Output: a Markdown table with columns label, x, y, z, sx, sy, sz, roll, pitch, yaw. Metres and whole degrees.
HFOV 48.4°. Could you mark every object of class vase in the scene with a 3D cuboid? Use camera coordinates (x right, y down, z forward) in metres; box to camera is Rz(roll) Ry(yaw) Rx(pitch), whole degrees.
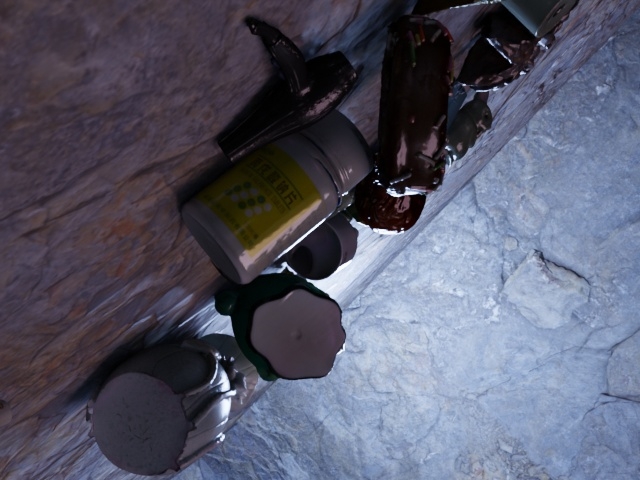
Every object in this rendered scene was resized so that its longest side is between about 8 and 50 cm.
| label | x | y | z | sx | sy | sz | roll | pitch | yaw |
| --- | --- | --- | --- | --- | --- | --- | --- | --- | --- |
| vase | -0.271 | 0.309 | 1.437 | 0.250 | 0.250 | 0.445 | -46 | 173 | 10 |

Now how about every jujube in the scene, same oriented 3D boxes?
| label | x | y | z | sx | sy | sz | roll | pitch | yaw |
| --- | --- | --- | --- | --- | --- | --- | --- | --- | --- |
| jujube | 0.152 | -0.110 | 1.548 | 0.168 | 0.168 | 0.236 | -41 | 158 | -13 |

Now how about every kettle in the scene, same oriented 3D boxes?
| label | x | y | z | sx | sy | sz | roll | pitch | yaw |
| --- | --- | --- | --- | --- | --- | --- | --- | --- | --- |
| kettle | 0.324 | -0.406 | 1.093 | 0.127 | 0.148 | 0.098 | -42 | 167 | -1 |

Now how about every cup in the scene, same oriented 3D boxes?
| label | x | y | z | sx | sy | sz | roll | pitch | yaw |
| --- | --- | --- | --- | --- | --- | --- | --- | --- | --- |
| cup | 0.000 | 0.020 | 1.541 | 0.173 | 0.134 | 0.142 | -50 | 169 | 23 |

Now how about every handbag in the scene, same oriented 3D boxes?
| label | x | y | z | sx | sy | sz | roll | pitch | yaw |
| --- | --- | --- | --- | --- | --- | --- | --- | --- | --- |
| handbag | 0.259 | -0.285 | 1.550 | 0.144 | 0.057 | 0.221 | -53 | 166 | 11 |

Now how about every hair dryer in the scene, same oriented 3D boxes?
| label | x | y | z | sx | sy | sz | roll | pitch | yaw |
| --- | --- | --- | --- | --- | --- | --- | --- | --- | --- |
| hair dryer | -0.059 | -0.186 | 0.824 | 0.195 | 0.075 | 0.219 | -35 | 159 | 2 |

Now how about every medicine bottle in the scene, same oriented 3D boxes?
| label | x | y | z | sx | sy | sz | roll | pitch | yaw |
| --- | --- | --- | --- | --- | --- | --- | --- | --- | --- |
| medicine bottle | -0.056 | -0.068 | 1.005 | 0.258 | 0.143 | 0.143 | -40 | 168 | -18 |

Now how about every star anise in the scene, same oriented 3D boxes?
| label | x | y | z | sx | sy | sz | roll | pitch | yaw |
| --- | --- | --- | --- | --- | --- | --- | --- | --- | --- |
| star anise | 0.405 | -0.415 | 1.423 | 0.331 | 0.117 | 0.332 | -43 | 164 | -16 |

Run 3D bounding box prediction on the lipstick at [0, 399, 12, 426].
| label | x | y | z | sx | sy | sz | roll | pitch | yaw |
| --- | --- | --- | --- | --- | --- | --- | --- | --- | --- |
| lipstick | -0.479 | 0.254 | 0.955 | 0.038 | 0.038 | 0.130 | -49 | 168 | 23 |

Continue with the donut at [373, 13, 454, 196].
| label | x | y | z | sx | sy | sz | roll | pitch | yaw |
| --- | --- | --- | --- | --- | --- | --- | --- | --- | --- |
| donut | 0.135 | -0.188 | 1.022 | 0.269 | 0.103 | 0.270 | 5 | 90 | -82 |

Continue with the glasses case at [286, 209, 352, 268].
| label | x | y | z | sx | sy | sz | roll | pitch | yaw |
| --- | --- | --- | --- | --- | --- | --- | --- | --- | --- |
| glasses case | -0.001 | 0.001 | 1.715 | 0.190 | 0.042 | 0.072 | -46 | 176 | 10 |

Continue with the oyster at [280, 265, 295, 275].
| label | x | y | z | sx | sy | sz | roll | pitch | yaw |
| --- | --- | --- | --- | --- | --- | --- | --- | --- | --- |
| oyster | -0.112 | 0.140 | 1.747 | 0.209 | 0.072 | 0.133 | -46 | 166 | 20 |

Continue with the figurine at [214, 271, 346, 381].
| label | x | y | z | sx | sy | sz | roll | pitch | yaw |
| --- | --- | --- | --- | --- | --- | --- | --- | --- | --- |
| figurine | -0.078 | 0.182 | 1.522 | 0.340 | 0.323 | 0.231 | 174 | -61 | -81 |

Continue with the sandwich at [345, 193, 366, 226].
| label | x | y | z | sx | sy | sz | roll | pitch | yaw |
| --- | --- | --- | --- | --- | --- | --- | --- | --- | --- |
| sandwich | 0.102 | -0.085 | 1.668 | 0.074 | 0.074 | 0.116 | -44 | 168 | 8 |

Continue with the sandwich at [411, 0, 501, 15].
| label | x | y | z | sx | sy | sz | roll | pitch | yaw |
| --- | --- | --- | --- | --- | --- | --- | --- | --- | --- |
| sandwich | 0.228 | -0.391 | 0.966 | 0.094 | 0.096 | 0.258 | -22 | 154 | -49 |

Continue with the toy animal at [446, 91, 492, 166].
| label | x | y | z | sx | sy | sz | roll | pitch | yaw |
| --- | --- | --- | --- | --- | --- | --- | --- | --- | --- |
| toy animal | 0.364 | -0.290 | 1.750 | 0.236 | 0.108 | 0.138 | -43 | 168 | -10 |

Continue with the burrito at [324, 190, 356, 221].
| label | x | y | z | sx | sy | sz | roll | pitch | yaw |
| --- | --- | --- | --- | --- | --- | --- | --- | --- | --- |
| burrito | -0.016 | -0.059 | 1.371 | 0.096 | 0.066 | 0.309 | -46 | 169 | 35 |
